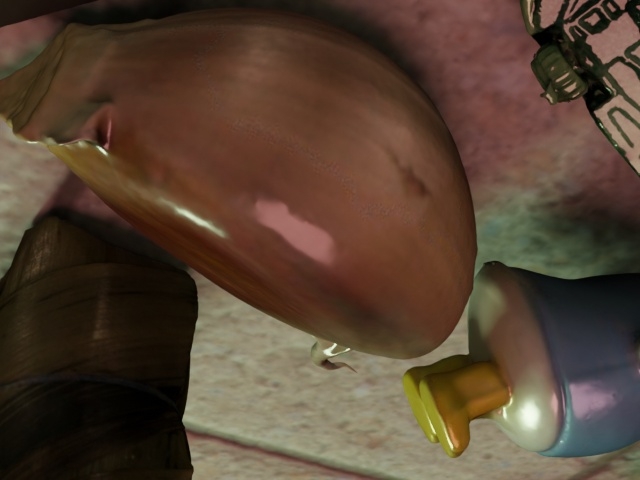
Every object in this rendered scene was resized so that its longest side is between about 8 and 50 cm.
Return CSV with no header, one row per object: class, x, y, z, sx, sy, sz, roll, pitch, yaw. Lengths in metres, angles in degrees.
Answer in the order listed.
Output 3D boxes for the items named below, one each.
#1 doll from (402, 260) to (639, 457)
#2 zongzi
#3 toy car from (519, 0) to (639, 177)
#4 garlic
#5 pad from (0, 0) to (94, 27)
doll,0.162,0.050,0.440,0.241,0.098,0.135,-3,145,-6
zongzi,-0.138,0.143,0.432,0.112,0.242,0.221,19,131,-30
toy car,0.153,-0.058,0.358,0.093,0.058,0.186,-35,110,29
garlic,0.003,0.004,0.402,0.128,0.148,0.266,-44,128,-9
pad,-0.122,-0.127,0.313,0.190,0.004,0.127,-13,136,11
